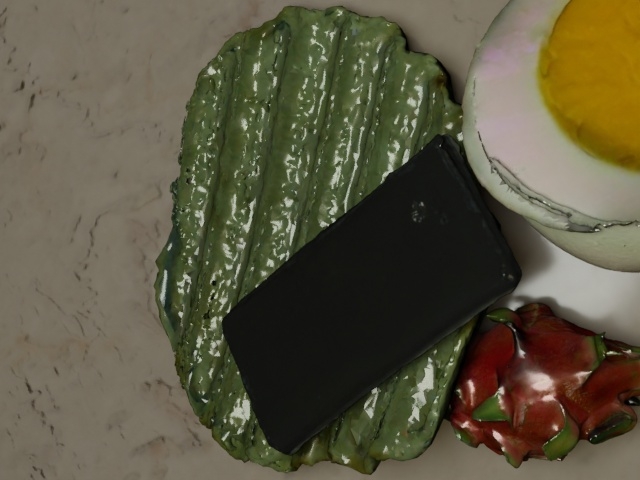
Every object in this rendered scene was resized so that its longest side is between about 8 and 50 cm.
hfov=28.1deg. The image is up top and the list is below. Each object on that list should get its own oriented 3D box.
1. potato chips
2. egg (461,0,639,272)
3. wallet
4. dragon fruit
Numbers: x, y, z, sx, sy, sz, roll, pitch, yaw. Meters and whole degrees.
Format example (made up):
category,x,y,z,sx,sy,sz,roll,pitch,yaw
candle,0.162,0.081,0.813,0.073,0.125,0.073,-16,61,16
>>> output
category,x,y,z,sx,sy,sz,roll,pitch,yaw
potato chips,0.000,0.000,1.144,0.358,0.070,0.429,12,89,34
egg,0.265,-0.103,1.064,0.264,0.174,0.286,9,69,24
wallet,0.031,0.051,1.056,0.285,0.030,0.146,-40,63,27
dragon fruit,0.213,0.119,1.087,0.235,0.137,0.135,-5,89,19
